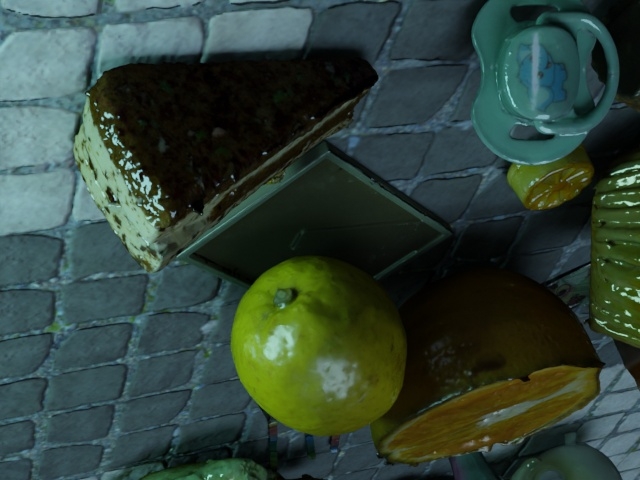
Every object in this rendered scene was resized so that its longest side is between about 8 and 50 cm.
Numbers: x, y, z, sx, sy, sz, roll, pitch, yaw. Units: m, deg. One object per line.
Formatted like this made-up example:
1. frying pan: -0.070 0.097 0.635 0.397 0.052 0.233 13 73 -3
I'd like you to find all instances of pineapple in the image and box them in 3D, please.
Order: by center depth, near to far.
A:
1. pineapple: 0.325 -0.159 1.182 0.197 0.108 0.108 1 143 -44

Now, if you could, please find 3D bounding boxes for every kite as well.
1. kite: -0.017 0.206 1.618 0.152 0.015 0.285 -12 146 -12
2. kite: 0.319 0.075 1.631 0.250 0.012 0.229 -1 144 -35

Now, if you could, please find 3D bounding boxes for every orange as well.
1. orange: 0.174 0.154 1.430 0.274 0.274 0.310 -30 -171 12

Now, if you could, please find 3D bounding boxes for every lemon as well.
1. lemon: 0.002 0.101 1.276 0.170 0.170 0.207 -28 149 9

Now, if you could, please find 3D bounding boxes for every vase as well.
1. vase: 0.209 0.328 1.755 0.086 0.214 0.086 -15 147 -10

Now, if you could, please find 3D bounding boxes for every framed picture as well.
1. framed picture: 0.000 0.000 1.300 0.184 0.016 0.250 -35 148 20

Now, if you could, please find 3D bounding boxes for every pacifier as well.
1. pacifier: 0.179 -0.140 1.119 0.126 0.150 0.116 -8 -174 -5

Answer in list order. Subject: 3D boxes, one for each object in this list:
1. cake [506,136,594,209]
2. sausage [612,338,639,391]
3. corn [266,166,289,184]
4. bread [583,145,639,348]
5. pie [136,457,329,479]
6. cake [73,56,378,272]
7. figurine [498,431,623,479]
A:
1. cake: 0.224 -0.067 1.311 0.084 0.044 0.084 -16 151 -10
2. sausage: 0.525 0.116 1.611 0.287 0.233 0.233 -35 147 14
3. corn: -0.065 -0.060 1.151 0.083 0.028 0.027 -4 124 -28
4. bread: 0.349 0.001 1.360 0.139 0.240 0.240 10 158 22
5. pie: -0.141 0.346 1.669 0.257 0.106 0.274 -27 148 27
6. cake: -0.080 -0.102 1.066 0.246 0.135 0.112 -39 173 -31
7. figurine: 0.250 0.415 1.990 0.394 0.227 0.274 -6 175 -15
